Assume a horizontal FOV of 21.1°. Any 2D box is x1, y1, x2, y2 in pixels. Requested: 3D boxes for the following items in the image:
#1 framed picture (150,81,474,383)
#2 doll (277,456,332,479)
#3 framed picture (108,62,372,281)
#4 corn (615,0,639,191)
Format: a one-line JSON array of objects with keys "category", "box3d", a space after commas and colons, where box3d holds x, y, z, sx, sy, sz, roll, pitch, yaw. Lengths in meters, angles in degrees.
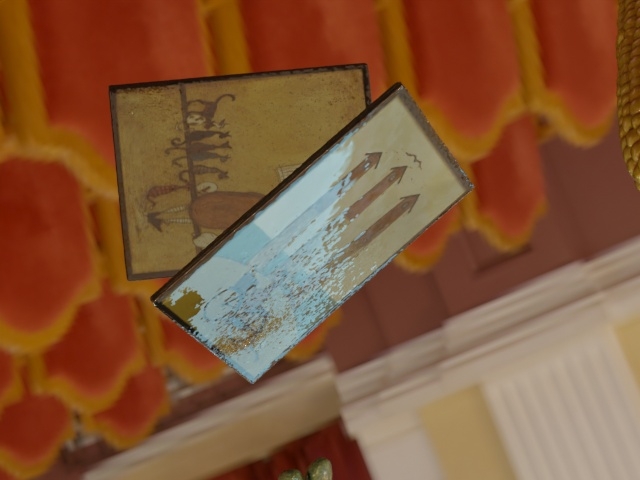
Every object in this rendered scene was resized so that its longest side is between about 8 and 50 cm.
[{"category": "framed picture", "box3d": [0.000, 0.000, 1.760, 0.324, 0.013, 0.244, -41, 148, 2]}, {"category": "doll", "box3d": [-0.017, 0.303, 1.801, 0.077, 0.150, 0.115, 18, -152, 35]}, {"category": "framed picture", "box3d": [-0.094, -0.088, 2.217, 0.338, 0.255, 0.014, -5, 179, -2]}, {"category": "corn", "box3d": [0.267, -0.146, 1.276, 0.101, 0.310, 0.101, 3, 146, 2]}]
